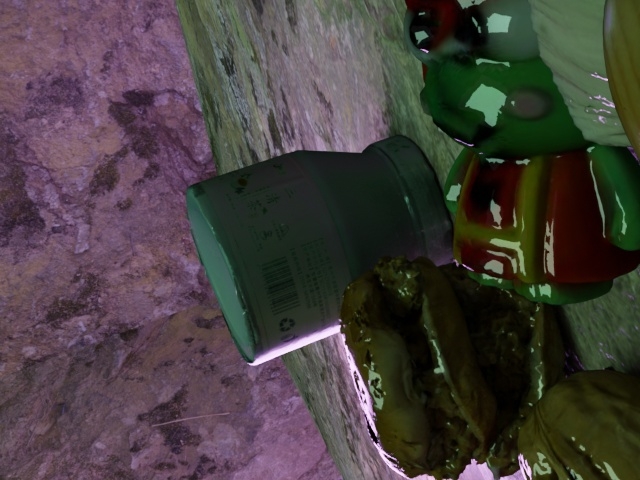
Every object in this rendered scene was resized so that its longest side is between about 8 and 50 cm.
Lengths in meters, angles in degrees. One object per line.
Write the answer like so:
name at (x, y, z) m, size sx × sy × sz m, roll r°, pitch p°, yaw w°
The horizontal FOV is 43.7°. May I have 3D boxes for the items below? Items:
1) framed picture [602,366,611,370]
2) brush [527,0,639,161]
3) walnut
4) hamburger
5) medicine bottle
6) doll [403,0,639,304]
framed picture at (0.293, 0.236, 0.795) m, size 0.195 × 0.010 × 0.199 m, roll 104°, pitch 144°, yaw -67°
brush at (0.210, -0.071, 0.373) m, size 0.266 × 0.174 × 0.166 m, roll 64°, pitch 179°, yaw -22°
walnut at (0.243, 0.187, 0.654) m, size 0.180 × 0.144 × 0.144 m, roll -110°, pitch 9°, yaw -45°
hamburger at (0.133, 0.117, 0.860) m, size 0.245 × 0.211 × 0.260 m, roll -112°, pitch 7°, yaw -51°
medicine bottle at (0.000, 0.000, 1.031) m, size 0.245 × 0.290 × 0.245 m, roll 160°, pitch 90°, yaw -75°
doll at (0.142, -0.141, 0.526) m, size 0.182 × 0.160 × 0.363 m, roll 23°, pitch 129°, yaw 62°
